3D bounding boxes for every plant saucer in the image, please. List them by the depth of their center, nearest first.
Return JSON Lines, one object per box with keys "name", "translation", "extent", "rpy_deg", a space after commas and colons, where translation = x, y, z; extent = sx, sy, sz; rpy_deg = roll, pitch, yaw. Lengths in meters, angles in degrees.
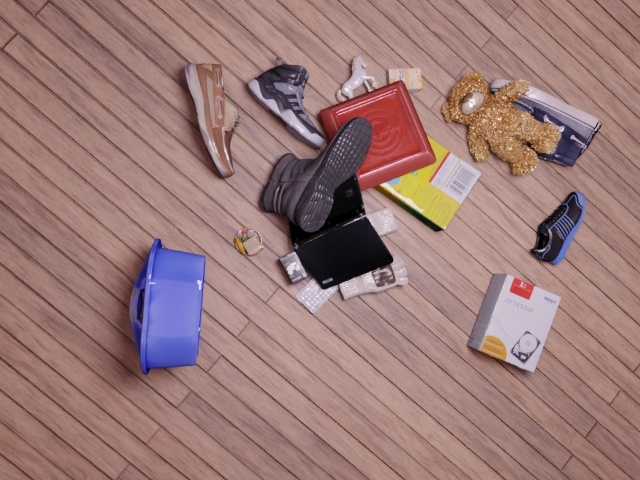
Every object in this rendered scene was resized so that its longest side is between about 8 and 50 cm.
{"name": "plant saucer", "translation": [0.158, -0.292, 1.394], "extent": [0.258, 0.048, 0.259], "rpy_deg": [-21, 84, -1]}

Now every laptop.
{"name": "laptop", "translation": [0.046, -0.037, 1.394], "extent": [0.234, 0.136, 0.265], "rpy_deg": [-24, 61, 25]}

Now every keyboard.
{"name": "keyboard", "translation": [0.043, 0.093, 1.457], "extent": [0.072, 0.014, 0.256], "rpy_deg": [44, 84, -3]}

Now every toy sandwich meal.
{"name": "toy sandwich meal", "translation": [-0.201, 0.004, 1.424], "extent": [0.085, 0.029, 0.086], "rpy_deg": [0, 88, -6]}

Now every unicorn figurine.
{"name": "unicorn figurine", "translation": [0.109, -0.457, 1.462], "extent": [0.111, 0.060, 0.162], "rpy_deg": [44, 84, -4]}

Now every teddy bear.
{"name": "teddy bear", "translation": [0.507, -0.331, 1.443], "extent": [0.338, 0.245, 0.113], "rpy_deg": [53, 40, -7]}

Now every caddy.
{"name": "caddy", "translation": [-0.393, 0.168, 1.293], "extent": [0.179, 0.241, 0.342], "rpy_deg": [4, 87, -11]}

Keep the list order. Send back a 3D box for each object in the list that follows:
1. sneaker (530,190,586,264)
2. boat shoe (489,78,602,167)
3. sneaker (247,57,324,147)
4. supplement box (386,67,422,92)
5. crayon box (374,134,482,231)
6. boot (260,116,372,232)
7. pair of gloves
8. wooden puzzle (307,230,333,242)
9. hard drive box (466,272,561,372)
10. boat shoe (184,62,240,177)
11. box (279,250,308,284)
{"name": "sneaker", "translation": [0.702, -0.048, 1.502], "extent": [0.090, 0.081, 0.233], "rpy_deg": [23, 87, -12]}
{"name": "boat shoe", "translation": [0.632, -0.339, 1.489], "extent": [0.340, 0.127, 0.158], "rpy_deg": [25, 99, 3]}
{"name": "sneaker", "translation": [-0.063, -0.391, 1.418], "extent": [0.268, 0.101, 0.153], "rpy_deg": [42, 87, -1]}
{"name": "supplement box", "translation": [0.246, -0.469, 1.489], "extent": [0.098, 0.036, 0.062], "rpy_deg": [-5, 88, -6]}
{"name": "crayon box", "translation": [0.270, -0.197, 1.456], "extent": [0.318, 0.081, 0.202], "rpy_deg": [35, 85, -2]}
{"name": "boot", "translation": [-0.026, -0.202, 1.353], "extent": [0.118, 0.222, 0.338], "rpy_deg": [37, 86, -44]}
{"name": "pair of gloves", "translation": [0.134, 0.033, 1.441], "extent": [0.203, 0.042, 0.241], "rpy_deg": [-11, 89, -7]}
{"name": "wooden puzzle", "translation": [0.000, 0.000, 1.457], "extent": [0.078, 0.014, 0.117], "rpy_deg": [11, 86, -1]}
{"name": "hard drive box", "translation": [0.558, 0.235, 1.472], "extent": [0.180, 0.089, 0.232], "rpy_deg": [22, 85, -6]}
{"name": "boat shoe", "translation": [-0.277, -0.335, 1.386], "extent": [0.116, 0.123, 0.325], "rpy_deg": [-15, 91, -9]}
{"name": "box", "translation": [-0.075, 0.076, 1.419], "extent": [0.052, 0.062, 0.083], "rpy_deg": [-26, 91, -7]}
